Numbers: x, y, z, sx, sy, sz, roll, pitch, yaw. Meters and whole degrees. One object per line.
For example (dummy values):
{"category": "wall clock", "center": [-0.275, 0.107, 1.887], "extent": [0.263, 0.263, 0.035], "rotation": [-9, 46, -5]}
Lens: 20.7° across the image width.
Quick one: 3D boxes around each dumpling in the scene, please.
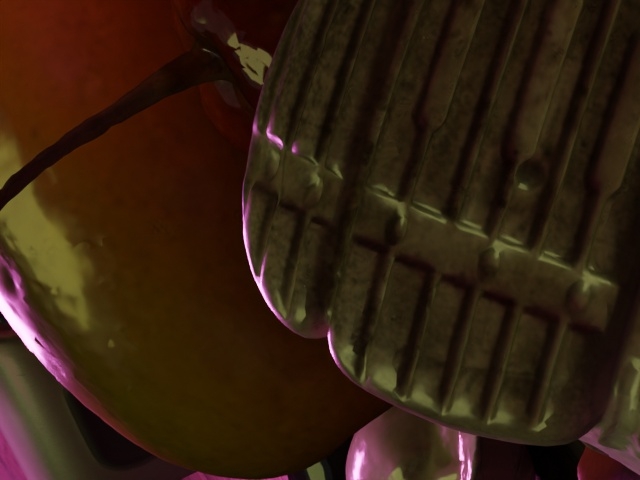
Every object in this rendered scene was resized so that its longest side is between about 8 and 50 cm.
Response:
{"category": "dumpling", "center": [0.081, 0.149, 1.067], "extent": [0.181, 0.111, 0.155], "rotation": [51, 169, 8]}

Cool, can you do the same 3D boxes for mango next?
{"category": "mango", "center": [-0.092, -0.098, 0.850], "extent": [0.445, 0.220, 0.301], "rotation": [59, -157, -3]}

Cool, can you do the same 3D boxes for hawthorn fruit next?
{"category": "hawthorn fruit", "center": [-0.029, -0.068, 0.657], "extent": [0.165, 0.285, 0.165], "rotation": [53, 156, 37]}

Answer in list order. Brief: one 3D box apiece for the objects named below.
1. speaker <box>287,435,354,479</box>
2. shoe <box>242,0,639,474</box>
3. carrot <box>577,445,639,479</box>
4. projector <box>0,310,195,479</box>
{"category": "speaker", "center": [0.068, 0.259, 1.378], "extent": [0.259, 0.198, 0.330], "rotation": [-41, -61, -67]}
{"category": "shoe", "center": [0.165, 0.012, 0.471], "extent": [0.351, 0.172, 0.198], "rotation": [28, -172, 29]}
{"category": "carrot", "center": [0.203, 0.112, 0.614], "extent": [0.114, 0.114, 0.302], "rotation": [63, 162, -19]}
{"category": "projector", "center": [-0.163, 0.022, 1.318], "extent": [0.249, 0.248, 0.249], "rotation": [54, 166, 37]}
